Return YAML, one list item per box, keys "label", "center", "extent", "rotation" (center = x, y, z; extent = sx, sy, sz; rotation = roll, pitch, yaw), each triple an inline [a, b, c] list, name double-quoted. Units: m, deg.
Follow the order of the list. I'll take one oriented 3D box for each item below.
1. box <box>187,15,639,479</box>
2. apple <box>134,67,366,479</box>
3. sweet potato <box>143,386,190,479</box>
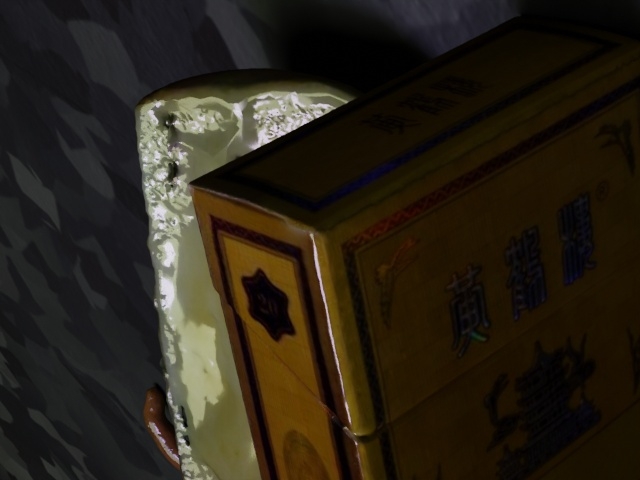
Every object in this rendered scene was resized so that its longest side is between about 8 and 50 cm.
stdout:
- label: "box"
  center: [0.068, 0.078, 0.670]
  extent: [0.084, 0.193, 0.301]
  rotation: [19, 129, 45]
- label: "apple"
  center: [0.011, 0.026, 0.831]
  extent: [0.193, 0.120, 0.264]
  rotation: [7, 118, 24]
- label: "sweet potato"
  center: [-0.112, 0.210, 1.389]
  extent: [0.044, 0.044, 0.179]
  rotation: [3, 130, 57]
